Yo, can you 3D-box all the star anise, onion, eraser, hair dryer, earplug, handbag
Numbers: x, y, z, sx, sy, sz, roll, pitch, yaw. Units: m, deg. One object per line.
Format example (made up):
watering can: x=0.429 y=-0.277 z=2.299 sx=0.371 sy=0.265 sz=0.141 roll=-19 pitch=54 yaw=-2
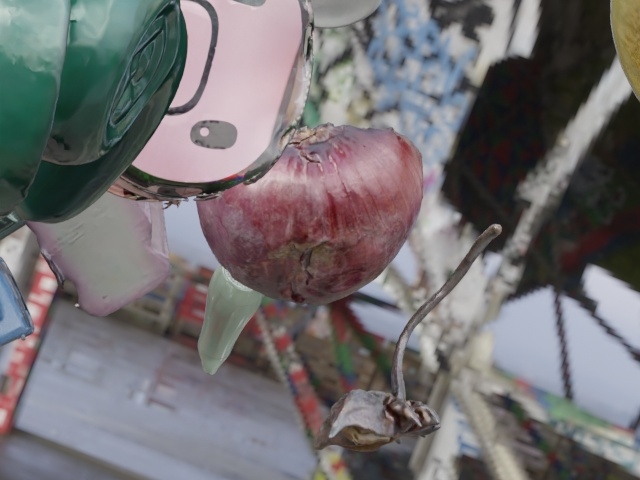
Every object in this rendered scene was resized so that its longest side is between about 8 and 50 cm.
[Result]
star anise: x=0.081 y=0.101 z=1.612 sx=0.218 sy=0.227 sz=0.148 roll=-9 pitch=-21 yaw=29
onion: x=0.000 y=0.000 z=1.572 sx=0.227 sy=0.120 sz=0.283 roll=-11 pitch=-24 yaw=-1
eraser: x=-0.276 y=-0.104 z=1.774 sx=0.359 sy=0.122 sz=0.272 roll=-114 pitch=178 yaw=-69
hair dryer: x=-0.135 y=0.039 z=2.225 sx=0.075 sy=0.237 sz=0.206 roll=8 pitch=-40 yaw=-15
earplug: x=-0.182 y=-0.096 z=0.855 sx=0.280 sy=0.164 sz=0.257 roll=10 pitch=-1 yaw=-32
handbag: x=-0.102 y=-0.123 z=1.118 sx=0.179 sy=0.205 sz=0.116 roll=12 pitch=4 yaw=-12

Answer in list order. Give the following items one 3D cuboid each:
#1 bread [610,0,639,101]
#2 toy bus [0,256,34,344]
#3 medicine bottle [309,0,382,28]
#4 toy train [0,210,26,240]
bread: x=0.456 y=-0.232 z=1.694 sx=0.333 sy=0.160 sz=0.333 roll=44 pitch=-27 yaw=30
toy bus: x=-0.458 y=0.106 z=1.846 sx=0.116 sy=0.234 sz=0.133 roll=65 pitch=-14 yaw=1
medicine bottle: x=0.003 y=-0.294 z=1.286 sx=0.095 sy=0.260 sz=0.095 roll=-1 pitch=-37 yaw=-1
toy train: x=-0.531 y=-0.009 z=2.272 sx=0.086 sy=0.409 sz=0.089 roll=51 pitch=30 yaw=-17
